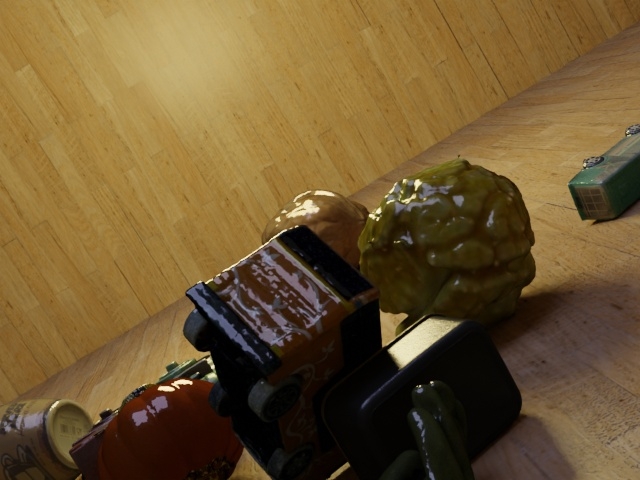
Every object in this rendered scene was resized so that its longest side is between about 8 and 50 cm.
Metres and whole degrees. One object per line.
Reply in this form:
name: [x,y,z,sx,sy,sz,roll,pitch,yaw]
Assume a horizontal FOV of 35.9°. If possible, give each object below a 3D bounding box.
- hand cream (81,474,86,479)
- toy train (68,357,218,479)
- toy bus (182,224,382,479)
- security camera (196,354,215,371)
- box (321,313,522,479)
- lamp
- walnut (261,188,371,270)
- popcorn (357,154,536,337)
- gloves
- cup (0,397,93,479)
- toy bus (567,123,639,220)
hand cream: [-0.432,0.456,1.862,0.036,0.023,0.122,-63,18,-12]
toy train: [-0.266,0.307,1.628,0.304,0.150,0.221,-34,0,-9]
toy bus: [-0.029,0.155,1.186,0.194,0.162,0.323,-36,-35,-21]
security camera: [-0.181,0.253,2.003,0.301,0.080,0.157,-29,8,-3]
box: [0.118,0.185,1.104,0.201,0.144,0.090,-33,12,-22]
lamp: [-0.212,0.299,1.419,0.223,0.196,0.223,-31,-30,-20]
walnut: [-0.002,-0.001,2.320,0.273,0.273,0.227,-23,47,43]
popcorn: [0.191,0.014,1.447,0.247,0.282,0.282,-17,2,-23]
gloves: [0.089,0.254,0.942,0.135,0.107,0.268,-34,21,48]
cup: [-0.552,0.425,1.955,0.257,0.227,0.301,-22,-20,23]
toy bus: [0.532,-0.127,1.681,0.262,0.091,0.109,-36,20,-25]
